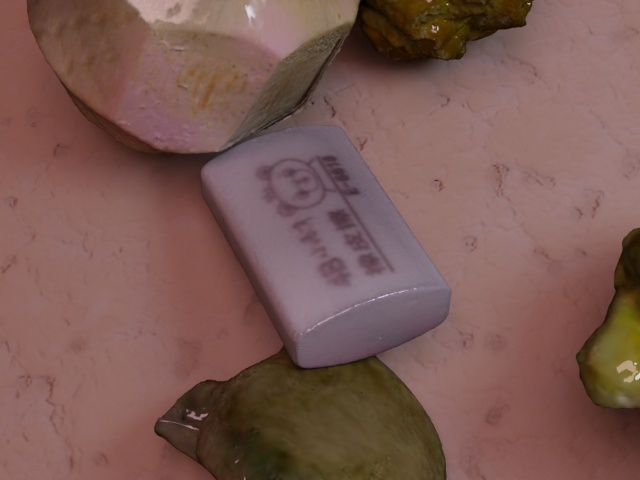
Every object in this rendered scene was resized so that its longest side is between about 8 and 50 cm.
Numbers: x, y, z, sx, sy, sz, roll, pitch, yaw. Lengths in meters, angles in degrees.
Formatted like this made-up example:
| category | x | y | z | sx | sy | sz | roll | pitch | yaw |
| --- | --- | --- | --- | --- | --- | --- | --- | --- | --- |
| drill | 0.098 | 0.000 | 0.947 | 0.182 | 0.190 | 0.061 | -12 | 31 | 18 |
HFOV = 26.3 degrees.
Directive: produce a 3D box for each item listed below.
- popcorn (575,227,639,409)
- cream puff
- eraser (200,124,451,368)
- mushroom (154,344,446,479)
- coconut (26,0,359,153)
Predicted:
| category | x | y | z | sx | sy | sz | roll | pitch | yaw |
| --- | --- | --- | --- | --- | --- | --- | --- | --- | --- |
| popcorn | 0.417 | 0.078 | 1.318 | 0.275 | 0.335 | 0.279 | 6 | 72 | 28 |
| cream puff | 0.143 | -0.309 | 1.537 | 0.244 | 0.196 | 0.244 | 2 | 47 | -2 |
| eraser | 0.000 | 0.000 | 1.445 | 0.174 | 0.094 | 0.270 | -18 | 50 | -16 |
| mushroom | -0.001 | 0.199 | 1.376 | 0.292 | 0.212 | 0.217 | 39 | 80 | 23 |
| coconut | -0.128 | -0.271 | 1.464 | 0.353 | 0.352 | 0.352 | -1 | 70 | 3 |
